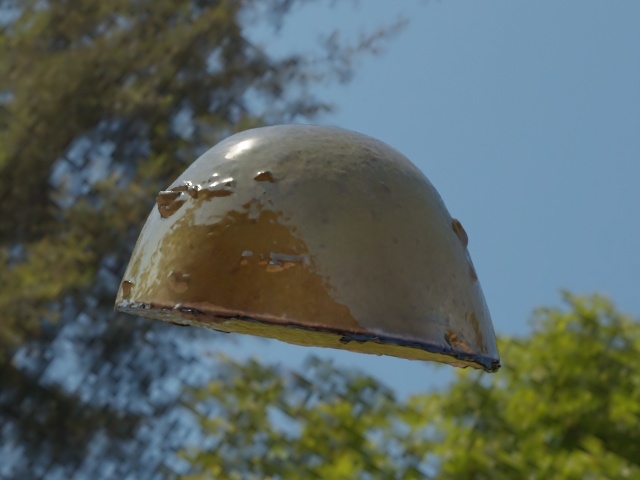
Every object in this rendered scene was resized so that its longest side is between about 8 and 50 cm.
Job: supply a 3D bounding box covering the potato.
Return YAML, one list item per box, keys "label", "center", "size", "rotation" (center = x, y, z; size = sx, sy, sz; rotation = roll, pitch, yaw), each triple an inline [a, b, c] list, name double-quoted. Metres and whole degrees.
- label: "potato"
  center: [0.000, 0.000, 1.030]
  size: [0.202, 0.117, 0.182]
  rotation: [8, -7, 2]
